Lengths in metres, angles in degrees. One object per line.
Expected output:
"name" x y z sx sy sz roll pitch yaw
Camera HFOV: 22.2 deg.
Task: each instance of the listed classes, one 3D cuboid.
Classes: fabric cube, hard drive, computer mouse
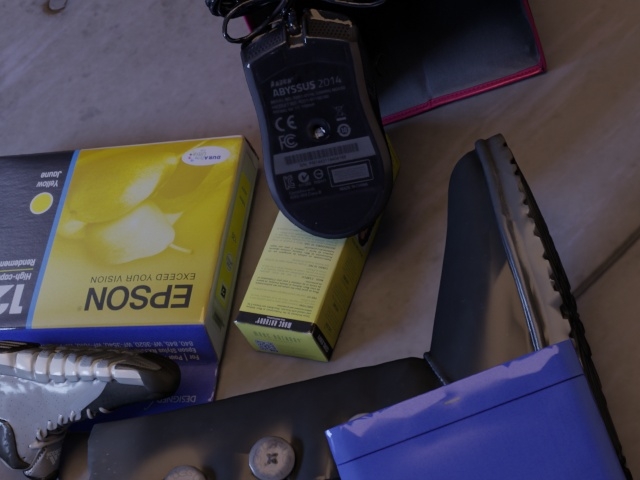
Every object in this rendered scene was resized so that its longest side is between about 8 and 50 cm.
"fabric cube" 0.057 -0.301 1.643 0.259 0.254 0.258 -18 53 11
"hard drive" 0.155 0.263 1.270 0.210 0.040 0.319 -21 79 7
"computer mouse" 0.003 -0.138 1.517 0.188 0.272 0.072 -6 18 6

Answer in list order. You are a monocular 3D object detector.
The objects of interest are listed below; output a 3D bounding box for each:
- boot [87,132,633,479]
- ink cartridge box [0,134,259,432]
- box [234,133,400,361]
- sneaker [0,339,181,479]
"boot" 0.009 0.131 1.431 0.445 0.146 0.367 -20 60 12
"ink cartridge box" -0.231 0.042 1.647 0.303 0.072 0.307 -3 55 20
"box" 0.000 0.000 1.587 0.087 0.058 0.232 6 61 25
"sneaker" -0.232 0.168 1.545 0.228 0.086 0.132 3 95 27
